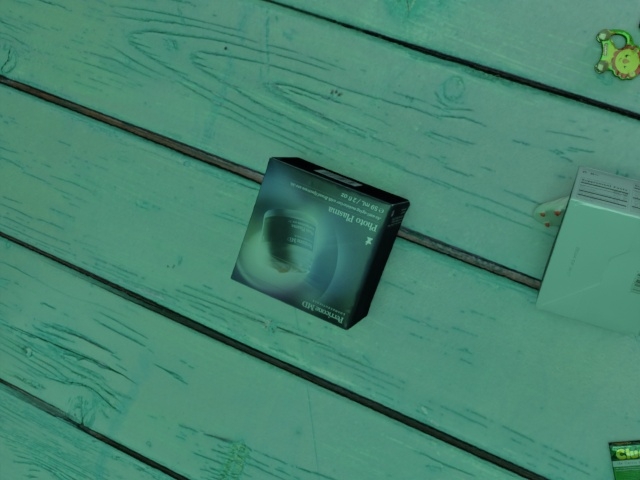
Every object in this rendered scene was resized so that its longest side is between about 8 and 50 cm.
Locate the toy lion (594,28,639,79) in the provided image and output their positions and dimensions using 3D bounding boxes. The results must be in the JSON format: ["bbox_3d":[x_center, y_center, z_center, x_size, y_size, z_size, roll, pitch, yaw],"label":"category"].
[{"bbox_3d":[0.607,-0.375,1.477,0.096,0.034,0.100,2,95,11],"label":"toy lion"}]

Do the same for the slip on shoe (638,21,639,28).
[{"bbox_3d":[0.694,-0.406,1.440,0.135,0.051,0.041,29,143,5],"label":"slip on shoe"}]

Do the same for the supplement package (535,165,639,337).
[{"bbox_3d":[0.558,0.022,1.416,0.204,0.145,0.262,17,128,15],"label":"supplement package"}]

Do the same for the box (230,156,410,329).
[{"bbox_3d":[0.000,0.000,1.626,0.296,0.183,0.294,22,103,15],"label":"box"}]

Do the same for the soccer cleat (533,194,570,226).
[{"bbox_3d":[0.541,-0.075,1.512,0.196,0.068,0.076,-9,49,31],"label":"soccer cleat"}]

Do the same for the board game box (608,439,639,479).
[{"bbox_3d":[0.744,0.476,1.512,0.260,0.030,0.136,-9,94,18],"label":"board game box"}]
